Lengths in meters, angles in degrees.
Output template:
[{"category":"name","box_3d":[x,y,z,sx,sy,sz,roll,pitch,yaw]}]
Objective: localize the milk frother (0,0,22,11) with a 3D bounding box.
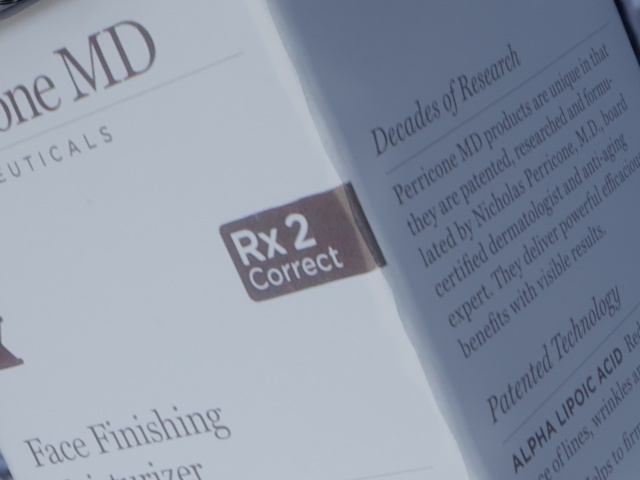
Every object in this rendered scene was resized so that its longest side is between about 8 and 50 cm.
[{"category":"milk frother","box_3d":[-0.123,-0.142,0.524,0.129,0.143,0.135,33,147,-32]}]

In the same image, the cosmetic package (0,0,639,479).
[{"category":"cosmetic package","box_3d":[0.000,0.000,0.463,0.151,0.151,0.183,-17,102,38]}]
